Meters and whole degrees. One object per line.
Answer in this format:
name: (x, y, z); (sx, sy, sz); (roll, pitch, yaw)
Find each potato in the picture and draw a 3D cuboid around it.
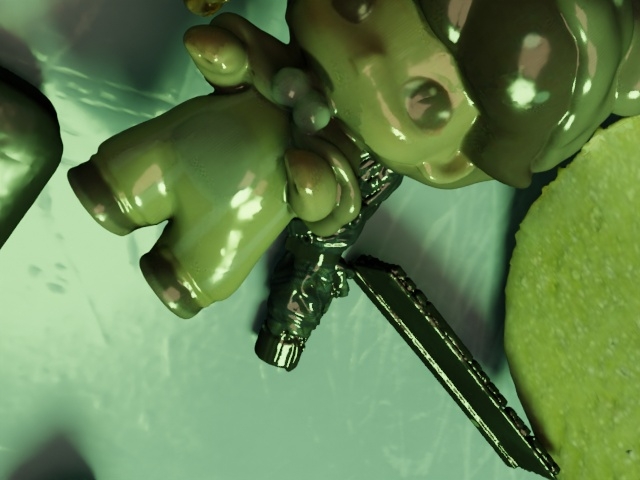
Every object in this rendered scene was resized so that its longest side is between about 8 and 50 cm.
potato: (0.377, 0.054, 1.003); (0.319, 0.385, 0.442); (-25, 155, -26)

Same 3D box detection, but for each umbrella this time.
umbrella: (-0.002, 0.000, 1.018); (0.080, 0.071, 0.224); (21, 118, -2)

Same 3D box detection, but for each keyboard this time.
keyboard: (0.106, 0.098, 1.082); (0.023, 0.072, 0.231); (-45, 110, -16)

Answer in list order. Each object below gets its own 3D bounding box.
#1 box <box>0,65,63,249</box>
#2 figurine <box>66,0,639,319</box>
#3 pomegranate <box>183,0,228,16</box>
box: (-0.344, -0.033, 0.864); (0.290, 0.073, 0.289); (29, 106, -31)
figurine: (0.034, -0.101, 0.871); (0.380, 0.203, 0.248); (-35, 85, 0)
pomegranate: (-0.088, -0.274, 0.691); (0.307, 0.307, 0.307); (-9, 123, -15)
